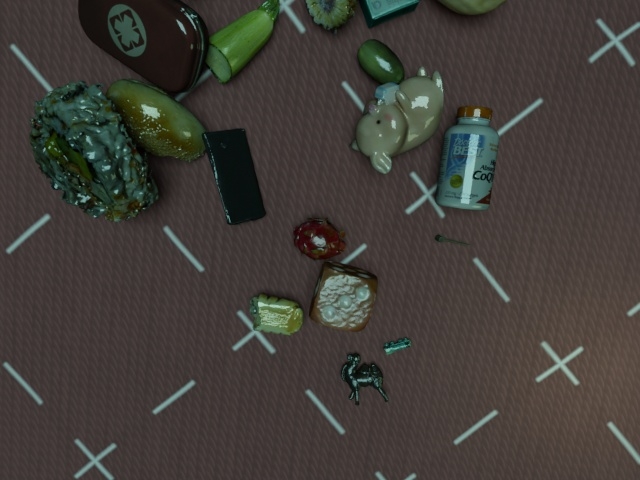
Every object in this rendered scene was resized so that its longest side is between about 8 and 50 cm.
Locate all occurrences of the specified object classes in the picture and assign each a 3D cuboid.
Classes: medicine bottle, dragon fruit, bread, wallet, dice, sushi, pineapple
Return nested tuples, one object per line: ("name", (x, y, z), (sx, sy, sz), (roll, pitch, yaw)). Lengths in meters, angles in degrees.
("medicine bottle", (0.432, -0.238, 1.355), (0.156, 0.157, 0.289), (6, 97, 0))
("dragon fruit", (0.000, 0.000, 1.399), (0.165, 0.133, 0.136), (21, 105, -13))
("bread", (-0.478, -0.344, 1.323), (0.314, 0.192, 0.171), (28, 77, -8))
("wallet", (-0.253, -0.192, 1.388), (0.146, 0.030, 0.286), (-19, 97, -41))
("dice", (0.070, 0.169, 1.397), (0.179, 0.175, 0.174), (16, 96, -5))
("sushi", (-0.626, -0.230, 1.269), (0.417, 0.417, 0.176), (51, 52, -5))
("pineapple", (0.054, -0.701, 1.316), (0.161, 0.176, 0.137), (31, 55, 20))
("bread", (-0.140, 0.233, 1.448), (0.177, 0.084, 0.119), (12, 98, -2))

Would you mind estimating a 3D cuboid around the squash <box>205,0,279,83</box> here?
("squash", (-0.212, -0.584, 1.337), (0.287, 0.137, 0.137), (-35, 95, 1))

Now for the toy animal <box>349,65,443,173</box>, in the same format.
("toy animal", (0.219, -0.344, 1.317), (0.256, 0.195, 0.213), (-22, 129, -8))

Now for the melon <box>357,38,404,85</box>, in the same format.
("melon", (0.178, -0.515, 1.352), (0.162, 0.099, 0.099), (44, 95, 0))

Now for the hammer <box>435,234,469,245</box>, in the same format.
("hammer", (0.415, 0.002, 1.450), (0.110, 0.035, 0.019), (11, 97, -10))

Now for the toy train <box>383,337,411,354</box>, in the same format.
("toy train", (0.246, 0.337, 1.479), (0.092, 0.045, 0.029), (-17, 98, 5))

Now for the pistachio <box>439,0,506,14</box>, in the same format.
("pistachio", (0.391, -0.757, 1.261), (0.308, 0.230, 0.230), (37, 95, -12))

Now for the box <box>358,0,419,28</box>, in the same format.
("box", (0.170, -0.764, 1.329), (0.153, 0.092, 0.245), (-20, 97, 2))

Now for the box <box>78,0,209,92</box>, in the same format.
("box", (-0.495, -0.591, 1.283), (0.404, 0.108, 0.263), (34, 132, 4))

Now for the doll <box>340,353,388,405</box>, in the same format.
("doll", (0.137, 0.442, 1.489), (0.139, 0.057, 0.165), (-10, 92, 4))
